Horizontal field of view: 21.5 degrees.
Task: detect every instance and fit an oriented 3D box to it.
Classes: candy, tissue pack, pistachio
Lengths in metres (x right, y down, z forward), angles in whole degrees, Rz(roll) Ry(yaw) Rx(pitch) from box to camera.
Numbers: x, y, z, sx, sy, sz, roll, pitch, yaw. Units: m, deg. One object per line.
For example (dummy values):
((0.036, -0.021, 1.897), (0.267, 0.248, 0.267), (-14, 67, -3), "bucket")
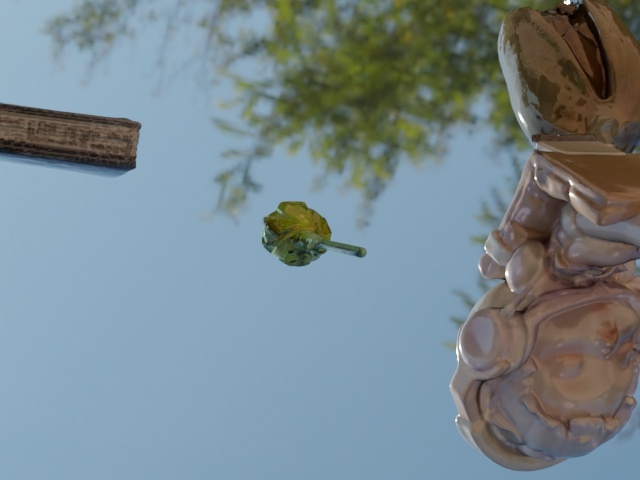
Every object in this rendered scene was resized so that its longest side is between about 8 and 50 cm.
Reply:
((0.000, 0.000, 1.430), (0.062, 0.058, 0.194), (-5, -173, -19), "candy")
((-0.244, -0.089, 1.481), (0.156, 0.051, 0.112), (8, 178, -18), "tissue pack")
((0.232, -0.144, 1.533), (0.129, 0.131, 0.206), (-9, -137, -9), "pistachio")

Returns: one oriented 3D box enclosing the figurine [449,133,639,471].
((0.164, 0.053, 1.079), (0.162, 0.236, 0.141), (0, -151, -36), "figurine")
